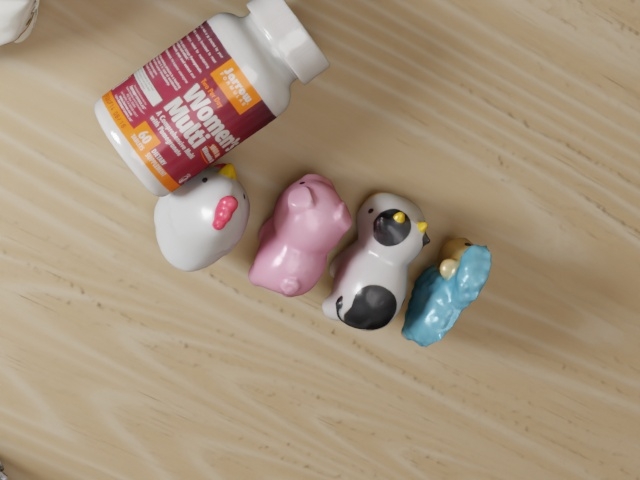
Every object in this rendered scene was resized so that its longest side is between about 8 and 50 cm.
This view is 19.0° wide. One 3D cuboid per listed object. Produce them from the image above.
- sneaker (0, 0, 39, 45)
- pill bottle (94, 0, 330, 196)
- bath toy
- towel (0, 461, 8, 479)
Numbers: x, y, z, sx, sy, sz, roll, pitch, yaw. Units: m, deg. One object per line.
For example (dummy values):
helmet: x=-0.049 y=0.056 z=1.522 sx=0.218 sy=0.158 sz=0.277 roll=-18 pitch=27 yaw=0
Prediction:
sneaker: x=-0.294 y=-0.261 z=1.814 sx=0.290 sy=0.105 sz=0.123 roll=-30 pitch=150 yaw=34
pill bottle: x=-0.108 y=-0.152 z=1.926 sx=0.221 sy=0.121 sz=0.121 roll=-36 pitch=115 yaw=3
bath toy: x=0.000 y=0.000 z=2.013 sx=0.348 sy=0.129 sz=0.151 roll=17 pitch=73 yaw=-20
towel: x=-0.496 y=0.283 z=2.021 sx=0.284 sy=0.121 sz=0.235 roll=30 pitch=101 yaw=-21
